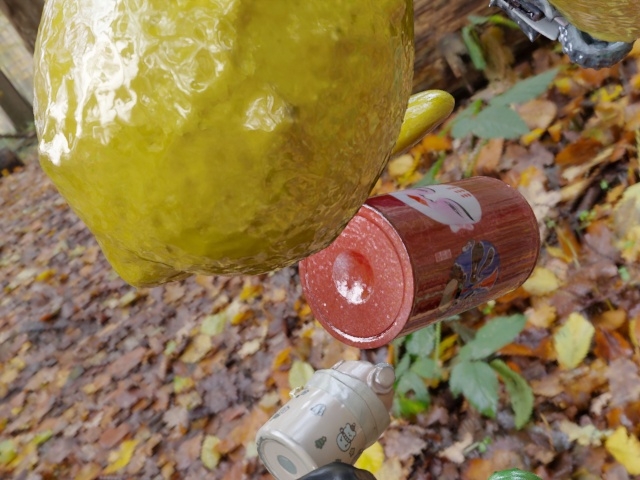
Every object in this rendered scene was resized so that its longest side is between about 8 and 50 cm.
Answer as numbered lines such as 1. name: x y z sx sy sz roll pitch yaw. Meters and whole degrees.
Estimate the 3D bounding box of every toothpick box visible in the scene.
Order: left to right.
1. toothpick box: 0.154 0.020 1.127 0.204 0.204 0.333 -15 0 44

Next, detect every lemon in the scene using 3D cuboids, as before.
1. lemon: -0.056 -0.103 0.470 0.233 0.234 0.288 14 82 66

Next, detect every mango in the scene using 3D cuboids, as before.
1. mango: 0.136 -0.185 1.206 0.161 0.076 0.103 -30 8 25

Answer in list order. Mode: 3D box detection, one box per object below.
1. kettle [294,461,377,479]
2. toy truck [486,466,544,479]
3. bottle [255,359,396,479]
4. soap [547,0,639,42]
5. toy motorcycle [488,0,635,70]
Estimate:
1. kettle: -0.049 0.236 0.488 0.232 0.202 0.144 -35 45 -12
2. toy truck: 0.237 0.387 0.873 0.101 0.125 0.242 -32 29 35
3. bottle: 0.014 0.178 0.771 0.099 0.098 0.152 -11 24 49
4. soap: 0.295 -0.250 0.599 0.306 0.115 0.427 4 5 23
5. toy motorcycle: 0.308 -0.382 1.037 0.188 0.327 0.143 -53 -6 4
